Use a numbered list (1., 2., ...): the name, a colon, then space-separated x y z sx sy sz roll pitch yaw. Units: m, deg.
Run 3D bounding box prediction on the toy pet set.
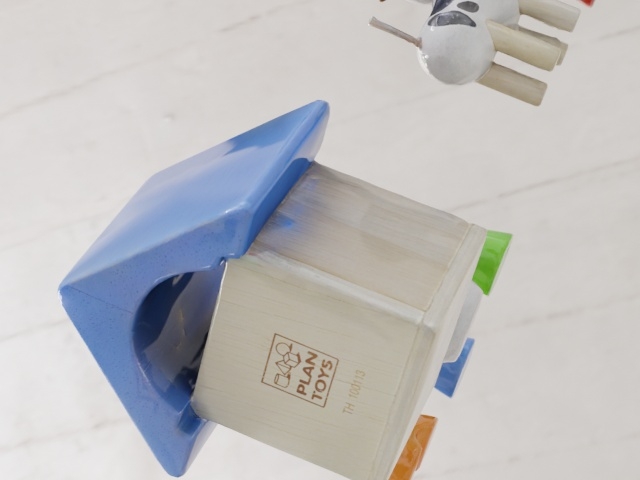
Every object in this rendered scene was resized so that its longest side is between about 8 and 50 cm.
1. toy pet set: 0.000 0.000 0.373 0.065 0.114 0.122 22 125 9
